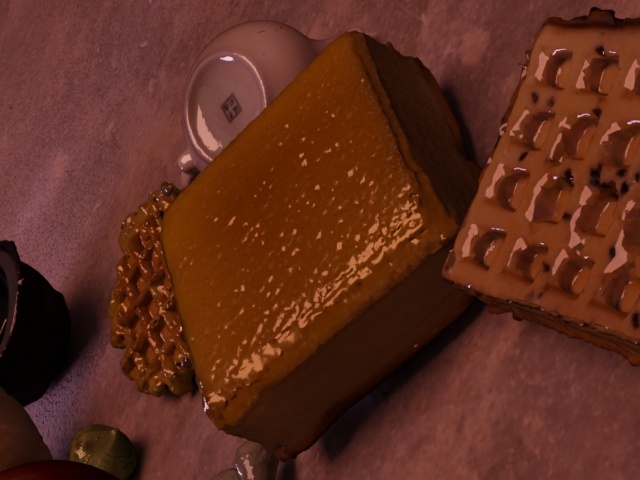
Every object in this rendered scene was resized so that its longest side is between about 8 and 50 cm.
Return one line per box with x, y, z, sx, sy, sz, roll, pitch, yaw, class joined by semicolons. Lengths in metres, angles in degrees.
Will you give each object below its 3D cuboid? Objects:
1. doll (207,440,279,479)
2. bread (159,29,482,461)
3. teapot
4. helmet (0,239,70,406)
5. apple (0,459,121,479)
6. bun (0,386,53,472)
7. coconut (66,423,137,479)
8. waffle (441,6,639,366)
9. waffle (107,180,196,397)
-0.106;0.297;1.427;0.214;0.071;0.103;-50;40;19;doll
0.000;0.000;1.364;0.333;0.143;0.324;-42;42;23;bread
-0.078;-0.144;1.647;0.208;0.166;0.300;54;134;12;teapot
-0.460;0.147;2.019;0.305;0.177;0.225;-33;48;30;helmet
-0.253;0.390;1.328;0.365;0.295;0.329;-29;44;55;apple
-0.496;0.343;1.835;0.365;0.219;0.365;0;91;21;bun
-0.270;0.268;1.705;0.096;0.087;0.088;-62;28;23;coconut
0.257;-0.030;1.028;0.376;0.114;0.261;25;89;61;waffle
-0.174;0.061;1.666;0.280;0.060;0.262;7;95;50;waffle
